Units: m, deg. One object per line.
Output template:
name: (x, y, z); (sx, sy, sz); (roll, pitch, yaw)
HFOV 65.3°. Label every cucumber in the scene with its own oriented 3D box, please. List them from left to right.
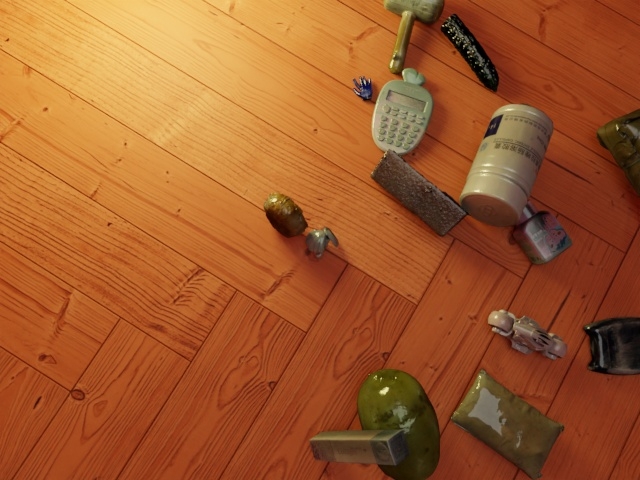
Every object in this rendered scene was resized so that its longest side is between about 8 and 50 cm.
cucumber: (0.503, -0.617, 1.652); (0.072, 0.072, 0.300); (-35, 86, -8)

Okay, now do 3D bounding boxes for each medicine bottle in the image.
medicine bottle: (0.563, -0.225, 1.518); (0.189, 0.190, 0.333); (25, 75, 1)
medicine bottle: (0.672, -0.030, 1.553); (0.119, 0.094, 0.188); (-33, 84, -7)

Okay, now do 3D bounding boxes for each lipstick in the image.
lipstick: (0.095, 0.549, 1.332); (0.068, 0.317, 0.066); (-13, 82, -42)

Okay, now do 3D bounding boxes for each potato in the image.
potato: (0.217, 0.511, 1.389); (0.215, 0.216, 0.305); (-9, 80, -5)

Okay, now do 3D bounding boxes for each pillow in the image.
pillow: (0.555, 0.540, 1.469); (0.302, 0.075, 0.185); (35, 79, 5)

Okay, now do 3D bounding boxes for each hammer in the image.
hammer: (0.279, -0.696, 1.644); (0.201, 0.113, 0.306); (17, 89, 3)

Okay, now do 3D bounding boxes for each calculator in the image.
calculator: (0.267, -0.416, 1.621); (0.183, 0.042, 0.296); (19, 83, 0)
calculator: (0.953, 0.326, 1.545); (0.267, 0.040, 0.177); (-3, 83, -8)

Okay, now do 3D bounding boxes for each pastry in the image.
pastry: (-0.106, -0.074, 1.494); (0.081, 0.153, 0.153); (-37, 85, -16)

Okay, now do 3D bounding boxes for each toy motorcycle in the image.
toy motorcycle: (0.626, 0.283, 1.495); (0.254, 0.112, 0.113); (25, 81, 0)

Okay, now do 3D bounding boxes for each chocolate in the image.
chocolate: (0.300, -0.140, 1.543); (0.321, 0.112, 0.112); (39, 97, 2)

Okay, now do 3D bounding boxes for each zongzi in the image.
zongzi: (1.105, -0.265, 1.580); (0.322, 0.160, 0.361); (-24, 83, -5)

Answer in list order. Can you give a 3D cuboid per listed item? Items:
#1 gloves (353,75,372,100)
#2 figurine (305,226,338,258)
gloves: (0.138, -0.499, 1.633); (0.063, 0.026, 0.086); (-8, 82, -2)
figurine: (0.000, 0.000, 1.531); (0.086, 0.082, 0.094); (-38, 59, 8)
